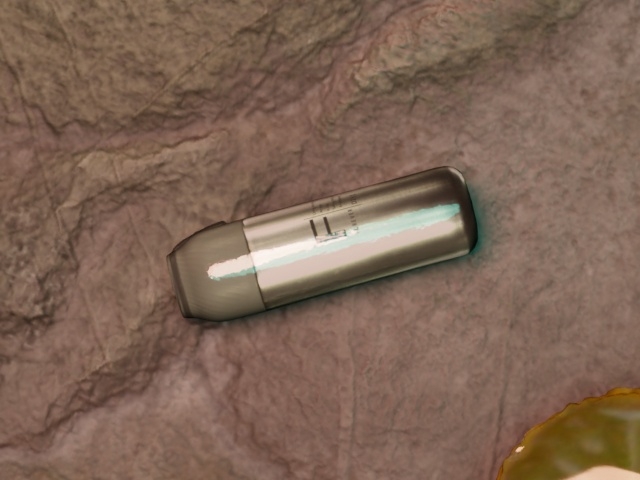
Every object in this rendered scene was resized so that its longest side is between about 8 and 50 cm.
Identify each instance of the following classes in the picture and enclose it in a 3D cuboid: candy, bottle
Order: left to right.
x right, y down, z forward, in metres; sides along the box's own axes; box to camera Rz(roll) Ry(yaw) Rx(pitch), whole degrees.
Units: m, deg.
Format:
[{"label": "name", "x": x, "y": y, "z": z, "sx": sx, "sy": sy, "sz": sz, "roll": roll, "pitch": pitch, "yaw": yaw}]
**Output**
[{"label": "bottle", "x": 0.000, "y": 0.000, "z": 1.445, "sx": 0.253, "sy": 0.079, "sz": 0.096, "roll": -16, "pitch": 44, "yaw": -1}, {"label": "candy", "x": 0.245, "y": 0.239, "z": 1.334, "sx": 0.259, "sy": 0.118, "sz": 0.260, "roll": -12, "pitch": 55, "yaw": 17}]
